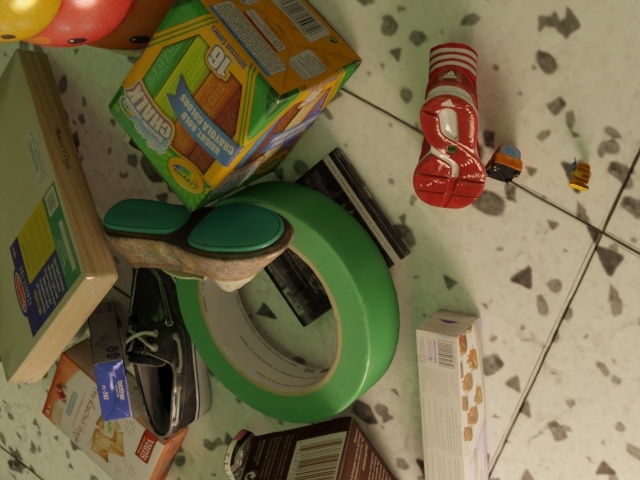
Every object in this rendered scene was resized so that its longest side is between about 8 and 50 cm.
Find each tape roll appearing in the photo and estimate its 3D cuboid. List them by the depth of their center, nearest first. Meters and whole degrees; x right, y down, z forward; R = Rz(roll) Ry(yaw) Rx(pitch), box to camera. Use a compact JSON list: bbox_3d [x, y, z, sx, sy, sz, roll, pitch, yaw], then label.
[{"bbox_3d":[-0.049,0.083,1.581,0.321,0.077,0.321,17,120,32],"label":"tape roll"}]

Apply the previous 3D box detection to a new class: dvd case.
[{"bbox_3d":[0.000,0.000,1.568,0.221,0.018,0.164,-38,85,42],"label":"dvd case"}]

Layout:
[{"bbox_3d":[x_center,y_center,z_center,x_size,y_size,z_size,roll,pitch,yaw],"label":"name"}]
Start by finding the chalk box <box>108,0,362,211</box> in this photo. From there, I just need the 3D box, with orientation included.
[{"bbox_3d":[-0.124,-0.170,1.473,0.180,0.179,0.289,49,131,8],"label":"chalk box"}]

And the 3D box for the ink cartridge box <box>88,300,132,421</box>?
[{"bbox_3d":[-0.318,0.178,1.785,0.207,0.046,0.097,-123,26,-64],"label":"ink cartridge box"}]

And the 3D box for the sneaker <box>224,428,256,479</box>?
[{"bbox_3d":[-0.095,0.357,1.777,0.075,0.063,0.170,15,124,31],"label":"sneaker"}]

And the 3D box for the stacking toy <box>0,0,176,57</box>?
[{"bbox_3d":[-0.364,-0.339,1.372,0.350,0.480,0.351,16,119,31],"label":"stacking toy"}]

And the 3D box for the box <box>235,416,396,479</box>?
[{"bbox_3d":[0.003,0.372,1.580,0.167,0.168,0.203,-17,122,25],"label":"box"}]

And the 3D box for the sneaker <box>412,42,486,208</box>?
[{"bbox_3d":[0.156,-0.138,1.360,0.087,0.128,0.221,10,150,5],"label":"sneaker"}]

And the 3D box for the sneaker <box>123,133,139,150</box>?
[{"bbox_3d":[-0.245,-0.158,1.671,0.035,0.031,0.083,41,135,-3],"label":"sneaker"}]

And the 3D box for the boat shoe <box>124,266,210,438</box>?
[{"bbox_3d":[-0.241,0.150,1.760,0.108,0.102,0.301,10,116,33],"label":"boat shoe"}]

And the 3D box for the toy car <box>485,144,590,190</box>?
[{"bbox_3d":[0.247,-0.081,1.348,0.122,0.060,0.040,14,75,13],"label":"toy car"}]

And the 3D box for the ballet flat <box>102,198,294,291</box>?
[{"bbox_3d":[-0.144,0.009,1.517,0.316,0.107,0.106,11,136,40],"label":"ballet flat"}]

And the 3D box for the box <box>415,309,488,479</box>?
[{"bbox_3d":[0.172,0.247,1.526,0.067,0.063,0.324,9,116,35],"label":"box"}]

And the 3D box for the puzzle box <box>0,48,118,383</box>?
[{"bbox_3d":[-0.421,-0.035,1.709,0.272,0.052,0.409,-47,53,37],"label":"puzzle box"}]

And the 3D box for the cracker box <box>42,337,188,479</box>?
[{"bbox_3d":[-0.335,0.290,1.918,0.232,0.067,0.156,38,129,16],"label":"cracker box"}]

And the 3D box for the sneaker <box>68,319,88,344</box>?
[{"bbox_3d":[-0.435,0.009,1.837,0.147,0.104,0.296,21,121,30],"label":"sneaker"}]
